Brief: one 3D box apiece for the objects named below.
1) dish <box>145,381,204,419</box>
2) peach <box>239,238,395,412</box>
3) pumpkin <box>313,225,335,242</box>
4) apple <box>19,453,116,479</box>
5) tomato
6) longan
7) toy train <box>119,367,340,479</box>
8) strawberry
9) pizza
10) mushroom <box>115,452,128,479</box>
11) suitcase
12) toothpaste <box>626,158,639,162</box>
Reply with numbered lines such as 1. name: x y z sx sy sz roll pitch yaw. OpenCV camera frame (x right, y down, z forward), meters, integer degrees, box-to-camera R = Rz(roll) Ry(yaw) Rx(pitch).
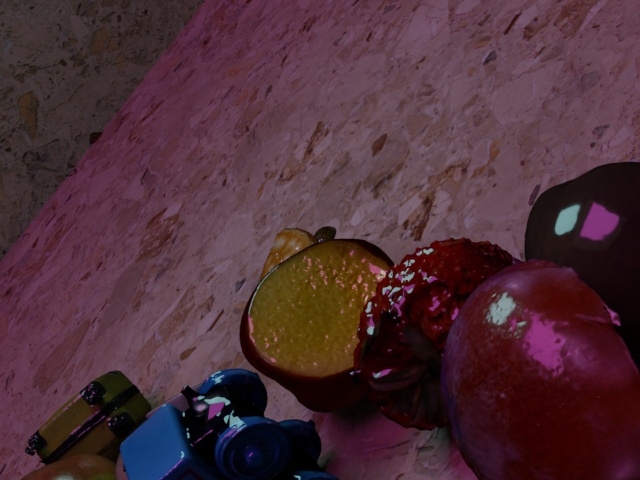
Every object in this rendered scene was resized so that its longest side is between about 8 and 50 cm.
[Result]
1. dish: -0.220 0.307 1.829 0.190 0.190 0.066 -33 77 24
2. peach: 0.014 0.125 1.617 0.275 0.248 0.245 -47 5 -3
3. pumpkin: 0.000 -0.001 1.983 0.050 0.028 0.083 -23 34 38
4. apple: -0.441 0.497 1.765 0.261 0.261 0.194 -45 52 5
5. tomato: 0.242 0.179 1.153 0.176 0.289 0.335 -17 73 -11
6. longan: 0.381 0.016 1.274 0.258 0.258 0.258 -32 34 25
7. toy train: -0.132 0.352 1.477 0.265 0.300 0.188 -41 31 3
8. strawberry: 0.173 0.121 1.429 0.261 0.261 0.258 -34 27 22
9. pizza: -0.070 0.071 1.962 0.199 0.062 0.188 -54 25 2
10. mushroom: -0.241 0.406 1.702 0.204 0.204 0.204 -32 34 25
11. suitcase: -0.435 0.364 1.944 0.194 0.143 0.235 -42 -2 3
12. toothpaste: 0.384 0.012 1.470 0.075 0.048 0.301 33 88 31
